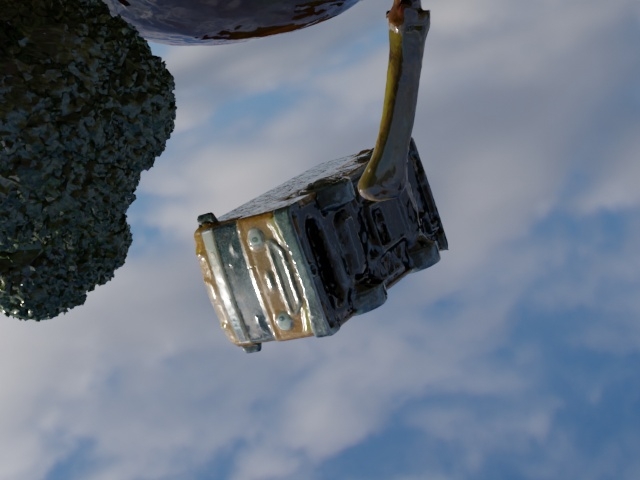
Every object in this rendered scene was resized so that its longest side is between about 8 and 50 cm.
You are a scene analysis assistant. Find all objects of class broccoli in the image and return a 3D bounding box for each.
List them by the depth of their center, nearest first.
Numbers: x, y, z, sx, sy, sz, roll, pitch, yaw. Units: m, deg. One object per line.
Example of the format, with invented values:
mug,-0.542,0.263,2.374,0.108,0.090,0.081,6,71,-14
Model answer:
broccoli,-0.141,-0.049,0.552,0.145,0.162,0.138,-66,-175,-15

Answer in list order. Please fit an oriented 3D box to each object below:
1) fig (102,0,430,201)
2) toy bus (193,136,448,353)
fig,-0.015,-0.168,0.626,0.186,0.249,0.203,-46,-157,43
toy bus,0.000,0.000,0.881,0.103,0.091,0.182,-13,-170,31
